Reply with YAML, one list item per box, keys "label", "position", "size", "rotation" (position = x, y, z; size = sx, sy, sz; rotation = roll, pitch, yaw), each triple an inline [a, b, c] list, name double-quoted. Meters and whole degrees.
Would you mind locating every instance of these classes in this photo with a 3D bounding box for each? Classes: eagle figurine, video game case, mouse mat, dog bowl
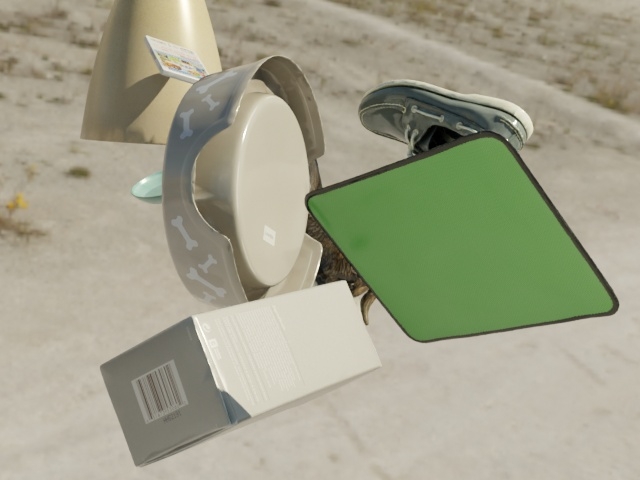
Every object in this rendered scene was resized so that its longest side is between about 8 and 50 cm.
- label: "eagle figurine"
  position: [0.007, -0.009, 1.546]
  size: [0.298, 0.226, 0.225]
  rotation: [31, 64, 31]
- label: "video game case"
  position: [-0.216, -0.271, 1.509]
  size: [0.087, 0.011, 0.122]
  rotation: [13, 28, -32]
- label: "mouse mat"
  position: [0.088, 0.007, 0.667]
  size: [0.190, 0.152, 0.007]
  rotation: [-17, 28, 47]
- label: "dog bowl"
  position: [-0.093, -0.064, 1.296]
  size: [0.102, 0.348, 0.349]
  rotation: [2, 13, 21]

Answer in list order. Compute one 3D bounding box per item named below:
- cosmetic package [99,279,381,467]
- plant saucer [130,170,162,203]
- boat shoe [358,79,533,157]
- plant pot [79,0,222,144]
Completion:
- label: "cosmetic package"
  position: [-0.064, 0.114, 0.897]
  size: [0.127, 0.107, 0.238]
  rotation: [-30, -14, 33]
- label: "plant saucer"
  position: [-0.232, -0.084, 1.529]
  size: [0.119, 0.021, 0.119]
  rotation: [-12, 24, 5]
- label: "boat shoe"
  position: [0.174, -0.176, 1.566]
  size: [0.319, 0.116, 0.099]
  rotation: [14, 60, 39]
- label: "plant pot"
  position: [-0.273, -0.303, 1.686]
  size: [0.257, 0.274, 0.256]
  rotation: [3, 6, 0]
